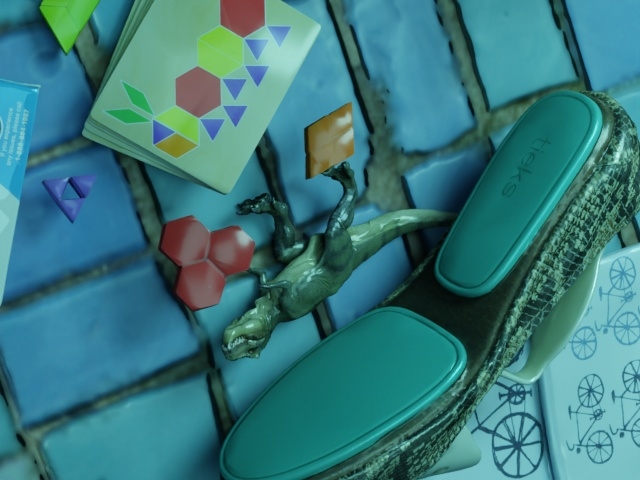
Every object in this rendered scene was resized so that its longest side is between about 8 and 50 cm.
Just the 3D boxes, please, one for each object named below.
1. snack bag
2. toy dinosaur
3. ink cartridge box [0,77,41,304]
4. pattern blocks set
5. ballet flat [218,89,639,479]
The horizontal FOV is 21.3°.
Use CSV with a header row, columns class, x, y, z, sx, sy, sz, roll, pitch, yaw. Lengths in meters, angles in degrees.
class,x,y,z,sx,sy,sz,roll,pitch,yaw
snack bag,0.217,0.184,1.598,0.342,0.037,0.323,-14,99,-21
toy dinosaur,0.000,0.000,1.488,0.268,0.064,0.118,-32,109,-22
ink cartridge box,-0.354,-0.055,1.276,0.232,0.168,0.171,11,89,-23
pattern blocks set,-0.102,-0.137,1.428,0.285,0.026,0.325,38,81,-8
ballet flat,0.127,0.087,1.476,0.483,0.164,0.182,-48,130,-10
